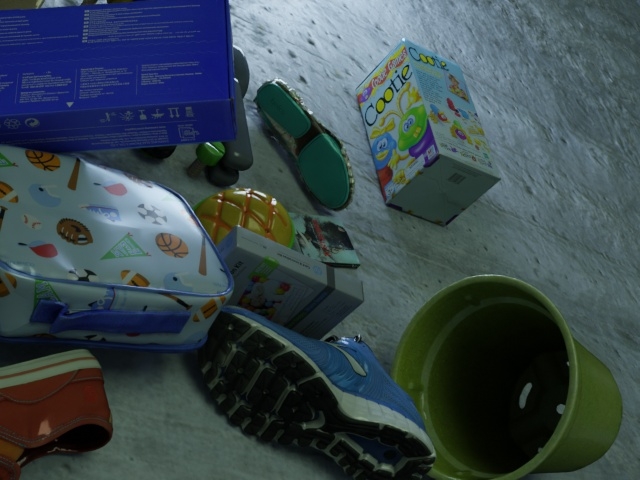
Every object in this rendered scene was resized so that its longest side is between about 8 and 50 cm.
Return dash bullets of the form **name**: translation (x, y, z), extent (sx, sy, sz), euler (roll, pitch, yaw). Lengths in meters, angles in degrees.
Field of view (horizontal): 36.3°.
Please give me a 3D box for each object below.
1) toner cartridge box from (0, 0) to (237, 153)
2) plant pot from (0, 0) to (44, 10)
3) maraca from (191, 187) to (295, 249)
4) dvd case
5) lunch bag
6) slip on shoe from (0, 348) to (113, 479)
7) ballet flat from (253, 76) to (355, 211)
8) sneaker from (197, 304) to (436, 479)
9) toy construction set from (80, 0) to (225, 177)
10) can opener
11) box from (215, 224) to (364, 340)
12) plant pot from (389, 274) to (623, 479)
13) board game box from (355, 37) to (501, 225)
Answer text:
- **toner cartridge box**: translation (-0.271, -0.184, 1.100), extent (0.348, 0.075, 0.165), euler (-4, 56, -2)
- **plant pot**: translation (-0.469, -0.419, 1.190), extent (0.274, 0.256, 0.256), euler (25, 38, -3)
- **maraca**: translation (-0.122, -0.007, 1.248), extent (0.186, 0.099, 0.127), euler (-15, 59, -23)
- **dvd case**: translation (0.000, 0.000, 1.431), extent (0.119, 0.013, 0.087), euler (5, 53, -42)
- **lunch bag**: translation (-0.254, 0.017, 1.032), extent (0.303, 0.115, 0.243), euler (7, 36, -40)
- **slip on shoe**: translation (-0.310, 0.183, 0.855), extent (0.331, 0.123, 0.101), euler (-14, 70, -56)
- **ballet flat**: translation (-0.014, -0.151, 1.510), extent (0.241, 0.091, 0.077), euler (58, 15, 10)
- **sneaker**: translation (-0.008, 0.175, 1.185), extent (0.330, 0.130, 0.147), euler (36, 22, -20)
- **toy construction set**: translation (-0.216, -0.298, 1.305), extent (0.257, 0.237, 0.308), euler (19, 43, -33)
- **can opener**: translation (-0.128, -0.199, 1.440), extent (0.095, 0.076, 0.283), euler (16, 47, -35)
- **box**: translation (-0.063, 0.068, 1.187), extent (0.186, 0.145, 0.038), euler (26, 39, -28)
- **plant pot**: translation (0.276, 0.211, 1.331), extent (0.254, 0.276, 0.276), euler (24, 40, -47)
- **board game box**: translation (0.179, -0.187, 1.684), extent (0.144, 0.142, 0.275), euler (18, 45, -34)
